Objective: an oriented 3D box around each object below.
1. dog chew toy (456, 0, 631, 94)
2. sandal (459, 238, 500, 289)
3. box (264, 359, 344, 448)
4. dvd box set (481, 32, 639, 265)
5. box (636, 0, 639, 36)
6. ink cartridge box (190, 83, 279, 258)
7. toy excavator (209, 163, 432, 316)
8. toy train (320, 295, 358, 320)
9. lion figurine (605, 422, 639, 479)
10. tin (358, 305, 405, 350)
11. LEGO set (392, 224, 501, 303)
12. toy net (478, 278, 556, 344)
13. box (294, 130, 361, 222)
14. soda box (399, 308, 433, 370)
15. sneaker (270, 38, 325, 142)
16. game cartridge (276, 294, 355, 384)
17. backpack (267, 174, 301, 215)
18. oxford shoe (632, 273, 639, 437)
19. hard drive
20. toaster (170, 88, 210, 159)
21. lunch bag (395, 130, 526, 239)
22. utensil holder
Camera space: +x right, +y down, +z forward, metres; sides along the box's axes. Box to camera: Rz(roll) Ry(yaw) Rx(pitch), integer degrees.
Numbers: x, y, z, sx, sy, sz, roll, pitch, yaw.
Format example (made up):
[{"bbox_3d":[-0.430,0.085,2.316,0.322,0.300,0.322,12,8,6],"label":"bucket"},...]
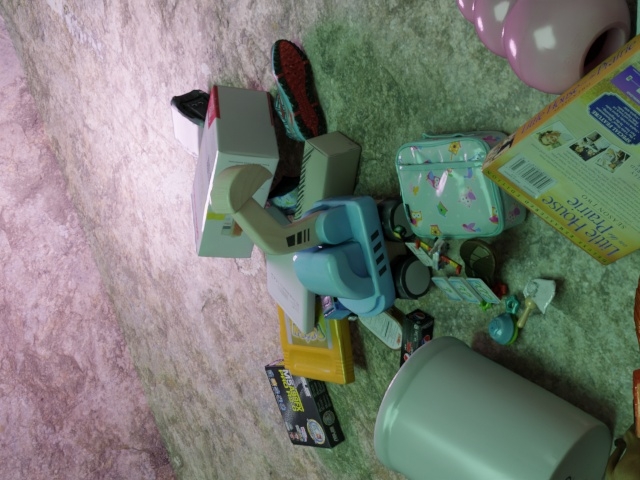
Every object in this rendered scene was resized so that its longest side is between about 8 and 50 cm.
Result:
[{"bbox_3d":[0.359,-0.389,1.393,0.332,0.206,0.207,47,141,38],"label":"dog chew toy"},{"bbox_3d":[0.343,0.041,1.705,0.090,0.060,0.219,37,170,26],"label":"sandal"},{"bbox_3d":[-0.052,0.496,2.503,0.216,0.060,0.270,-12,99,54],"label":"box"},{"bbox_3d":[0.507,-0.138,1.325,0.307,0.062,0.420,35,144,-9],"label":"dvd box set"},{"bbox_3d":[0.557,-0.308,1.287,0.100,0.060,0.244,18,122,46],"label":"box"},{"bbox_3d":[-0.238,-0.177,2.202,0.385,0.160,0.279,111,156,-44],"label":"ink cartridge box"},{"bbox_3d":[0.000,0.000,1.838,0.222,0.445,0.433,2,111,51],"label":"toy excavator"},{"bbox_3d":[0.051,0.116,2.094,0.080,0.105,0.184,-39,52,52],"label":"toy train"},{"bbox_3d":[0.640,0.456,1.445,0.392,0.240,0.142,5,112,51],"label":"lion figurine"},{"bbox_3d":[0.160,0.205,2.097,0.189,0.040,0.106,40,140,32],"label":"tin"},{"bbox_3d":[0.254,0.063,1.772,0.244,0.060,0.182,47,162,-18],"label":"LEGO set"},{"bbox_3d":[0.423,0.129,1.719,0.232,0.045,0.122,-45,43,49],"label":"toy net"},{"bbox_3d":[0.013,-0.125,2.040,0.094,0.113,0.275,40,135,35],"label":"box"},{"bbox_3d":[0.235,0.256,2.011,0.060,0.053,0.169,30,130,41],"label":"soda box"},{"bbox_3d":[-0.085,-0.366,2.041,0.125,0.104,0.262,-1,108,54],"label":"sneaker"},{"bbox_3d":[-0.025,0.227,2.282,0.285,0.052,0.324,-3,94,53],"label":"game cartridge"},{"bbox_3d":[-0.072,-0.120,2.161,0.114,0.105,0.084,-7,125,53],"label":"backpack"},{"bbox_3d":[0.626,0.175,1.446,0.132,0.130,0.364,0,105,17],"label":"oxford shoe"},{"bbox_3d":[-0.081,0.082,2.180,0.203,0.040,0.308,46,148,36],"label":"hard drive"},{"bbox_3d":[-0.337,-0.326,2.366,0.227,0.129,0.146,36,138,32],"label":"toaster"},{"bbox_3d":[0.279,-0.119,1.703,0.279,0.107,0.224,1,110,51],"label":"lunch bag"},{"bbox_3d":[0.358,0.427,1.721,0.385,0.327,0.328,26,128,40],"label":"utensil holder"}]
